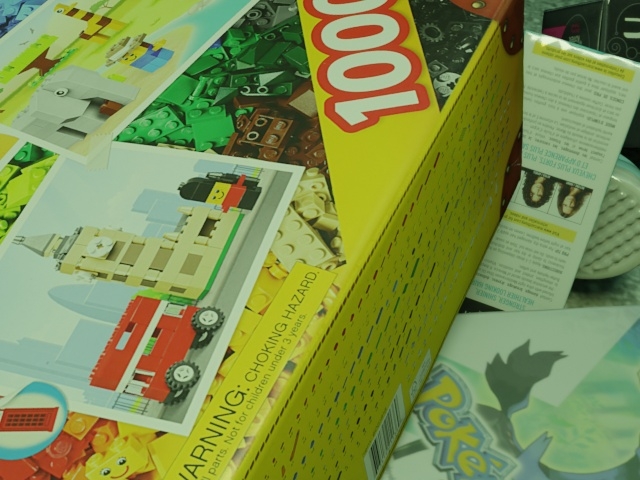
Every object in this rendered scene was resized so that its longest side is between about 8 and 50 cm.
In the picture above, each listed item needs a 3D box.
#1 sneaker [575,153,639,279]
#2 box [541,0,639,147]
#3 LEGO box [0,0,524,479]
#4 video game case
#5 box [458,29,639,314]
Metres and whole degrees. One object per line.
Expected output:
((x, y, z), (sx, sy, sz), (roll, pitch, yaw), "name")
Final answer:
((0.128, -0.061, 0.932), (0.365, 0.135, 0.150), (20, 21, 12), "sneaker")
((0.374, -0.164, 1.007), (0.270, 0.143, 0.165), (0, 8, -9), "box")
((-0.127, 0.020, 0.623), (0.372, 0.193, 0.500), (15, 52, 22), "LEGO box")
((0.170, 0.171, 0.639), (0.299, 0.036, 0.329), (-2, 42, -15), "video game case")
((0.173, -0.035, 0.804), (0.100, 0.244, 0.060), (20, 13, 12), "box")
